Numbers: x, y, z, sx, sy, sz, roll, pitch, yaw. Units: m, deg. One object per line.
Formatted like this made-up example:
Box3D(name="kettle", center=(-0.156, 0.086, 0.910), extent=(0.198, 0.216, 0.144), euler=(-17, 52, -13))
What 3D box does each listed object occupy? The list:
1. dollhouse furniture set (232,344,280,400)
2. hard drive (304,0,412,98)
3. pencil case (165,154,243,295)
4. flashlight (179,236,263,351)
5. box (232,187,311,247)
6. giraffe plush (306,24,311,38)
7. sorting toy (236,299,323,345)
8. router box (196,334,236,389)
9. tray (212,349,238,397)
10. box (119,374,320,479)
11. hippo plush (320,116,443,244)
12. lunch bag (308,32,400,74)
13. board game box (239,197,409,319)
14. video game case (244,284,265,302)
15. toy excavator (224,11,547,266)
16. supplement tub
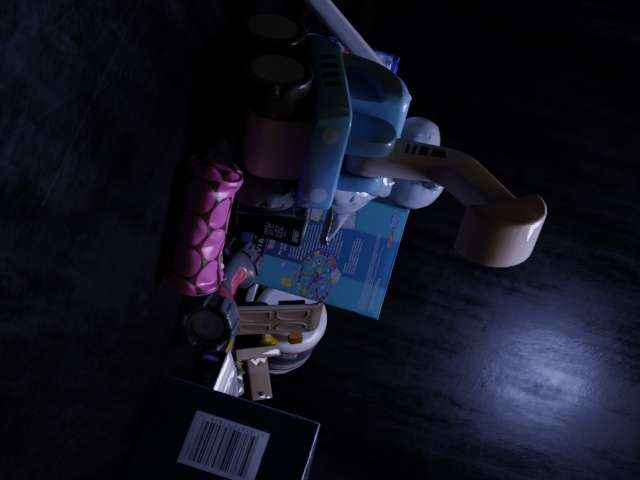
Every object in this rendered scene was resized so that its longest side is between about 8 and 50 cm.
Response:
Box3D(name="dollhouse furniture set", center=(-0.162, 0.327, 2.456), extent=(0.151, 0.144, 0.123), euler=(-23, -107, 61))
Box3D(name="hard drive", center=(0.067, -0.389, 1.999), extent=(0.040, 0.307, 0.203), euler=(-41, 180, 8))
Box3D(name="pencil case", center=(-0.171, -0.024, 1.517), extent=(0.095, 0.098, 0.209), euler=(54, -44, 50))
Box3D(name="flashlight", center=(-0.173, 0.098, 1.901), extent=(0.304, 0.103, 0.103), euler=(-62, 166, -67))
Box3D(name="box", center=(-0.089, -0.088, 1.991), extent=(0.180, 0.147, 0.077), euler=(103, 5, -47))
Box3D(name="giraffe plush", center=(0.022, -0.318, 2.064), extent=(0.181, 0.170, 0.210), euler=(-52, 170, -28))
Box3D(name="sorting toy", center=(-0.113, 0.190, 2.355), extent=(0.307, 0.229, 0.041), euler=(101, -17, -69))
Box3D(name="router box", center=(-0.234, 0.290, 2.219), extent=(0.133, 0.046, 0.178), euler=(-67, 172, -58))
Box3D(name="tray", center=(-0.211, 0.347, 2.219), extent=(0.270, 0.030, 0.145), euler=(97, 11, -66))
Box3D(name="box", center=(-0.181, 0.451, 1.855), extent=(0.395, 0.294, 0.212), euler=(98, 10, -60))
Box3D(name="hippo plush", center=(0.120, -0.132, 1.934), extent=(0.234, 0.237, 0.294), euler=(-45, 137, -83))
Box3D(name="lunch bag", center=(0.043, -0.329, 2.285), extent=(0.138, 0.221, 0.293), euler=(-62, 167, -70))
Box3D(name="board game box", center=(0.000, 0.000, 2.195), extent=(0.079, 0.336, 0.253), euler=(-58, 164, -74))
Box3D(name="video game case", center=(-0.147, 0.061, 2.645), extent=(0.193, 0.023, 0.212), euler=(44, 63, -86))
Box3D(name="toy excavator", center=(0.087, -0.147, 1.540), extent=(0.433, 0.445, 0.222), euler=(-98, -165, -51))
Box3D(name="supplement tub", center=(-0.099, 0.237, 2.668), extent=(0.272, 0.191, 0.191), euler=(118, -9, -64))
